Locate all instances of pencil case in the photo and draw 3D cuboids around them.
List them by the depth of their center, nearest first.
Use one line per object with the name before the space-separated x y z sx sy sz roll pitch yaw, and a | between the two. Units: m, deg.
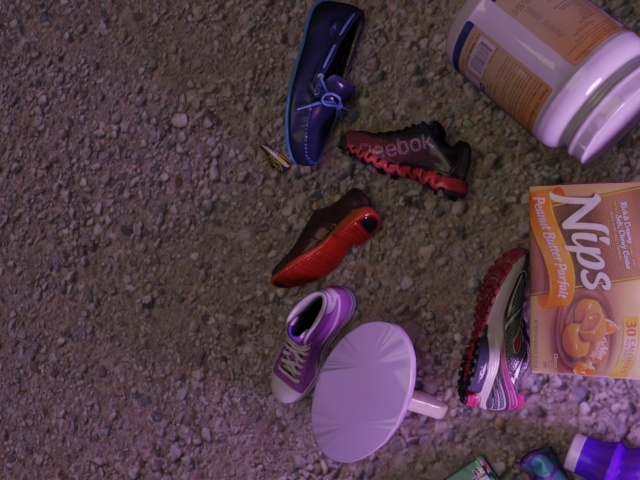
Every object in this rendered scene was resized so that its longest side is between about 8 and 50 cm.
pencil case | 0.409 0.443 1.388 0.070 0.064 0.151 -23 76 -1

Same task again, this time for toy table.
toy table | 0.104 0.278 1.496 0.252 0.161 0.274 40 105 23

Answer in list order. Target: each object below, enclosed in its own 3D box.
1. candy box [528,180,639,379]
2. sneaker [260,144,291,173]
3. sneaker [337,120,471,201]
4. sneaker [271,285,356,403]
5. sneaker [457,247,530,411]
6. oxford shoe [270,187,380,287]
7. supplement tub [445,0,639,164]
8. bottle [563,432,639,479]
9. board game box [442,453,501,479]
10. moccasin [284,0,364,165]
candy box | 0.445 0.063 1.298 0.183 0.088 0.316 -1 88 28
sneaker | -0.103 -0.175 1.688 0.083 0.031 0.035 41 107 22
sneaker | 0.168 -0.177 1.514 0.276 0.098 0.135 22 99 24
sneaker | -0.048 0.212 1.577 0.102 0.161 0.282 32 104 23
sneaker | 0.334 0.160 1.422 0.112 0.121 0.299 13 94 -2
oxford shoe | 0.000 0.000 1.610 0.271 0.097 0.098 -37 53 17
supplement tub | 0.394 -0.300 1.330 0.316 0.228 0.228 47 108 20
bottle | 0.551 0.407 1.300 0.283 0.092 0.118 19 105 27
board game box | 0.240 0.579 1.480 0.317 0.046 0.213 -40 71 20
moccasin | 0.011 -0.317 1.579 0.117 0.138 0.341 10 94 23
